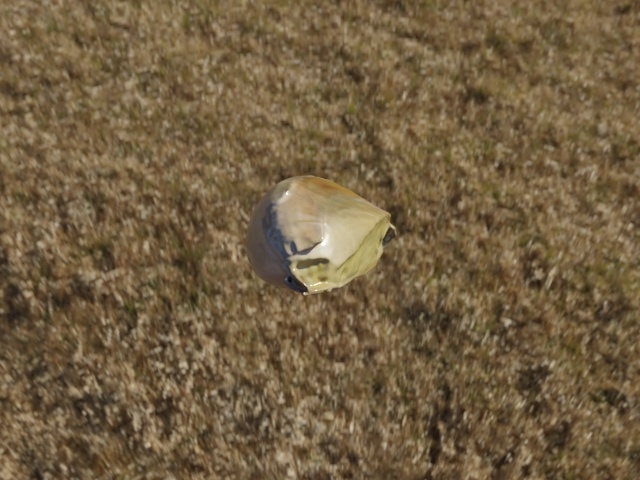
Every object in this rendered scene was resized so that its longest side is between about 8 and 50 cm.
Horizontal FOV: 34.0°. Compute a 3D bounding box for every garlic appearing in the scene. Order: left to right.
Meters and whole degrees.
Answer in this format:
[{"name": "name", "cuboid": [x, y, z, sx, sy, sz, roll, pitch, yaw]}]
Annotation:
[{"name": "garlic", "cuboid": [-0.010, -0.005, 0.885, 0.101, 0.195, 0.087, 20, 104, 17]}]
